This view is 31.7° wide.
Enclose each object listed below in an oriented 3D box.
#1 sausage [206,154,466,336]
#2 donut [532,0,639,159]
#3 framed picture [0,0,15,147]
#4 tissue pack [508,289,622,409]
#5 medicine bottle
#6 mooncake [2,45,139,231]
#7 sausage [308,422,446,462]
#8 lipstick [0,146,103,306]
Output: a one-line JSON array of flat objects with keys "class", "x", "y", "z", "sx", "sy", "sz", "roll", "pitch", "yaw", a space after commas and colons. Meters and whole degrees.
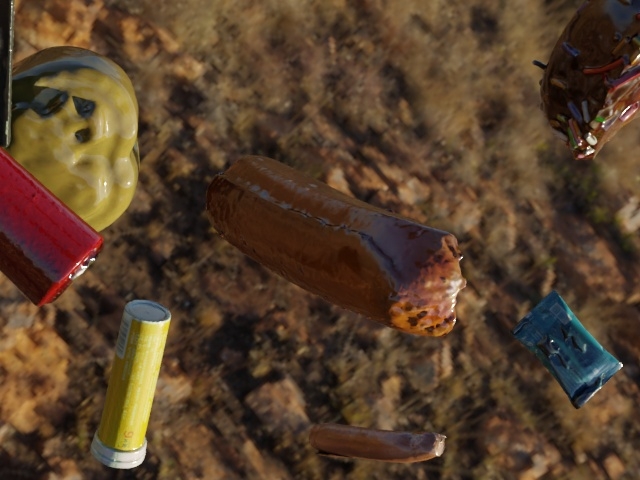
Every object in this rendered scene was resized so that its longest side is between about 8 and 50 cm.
[{"class": "sausage", "x": 0.000, "y": 0.000, "z": 1.014, "sx": 0.102, "sy": 0.102, "sz": 0.330, "roll": 16, "pitch": 6, "yaw": -41}, {"class": "donut", "x": 0.279, "y": -0.180, "z": 0.972, "sx": 0.230, "sy": 0.216, "sz": 0.096, "roll": -33, "pitch": 67, "yaw": -33}, {"class": "framed picture", "x": -0.499, "y": -0.250, "z": 1.271, "sx": 0.323, "sy": 0.244, "sz": 0.013, "roll": 15, "pitch": 34, "yaw": 4}, {"class": "tissue pack", "x": 0.321, "y": 0.143, "z": 1.474, "sx": 0.138, "sy": 0.085, "sz": 0.028, "roll": 47, "pitch": 1, "yaw": -2}, {"class": "medicine bottle", "x": -0.247, "y": 0.189, "z": 1.479, "sx": 0.073, "sy": 0.218, "sz": 0.074, "roll": 13, "pitch": 20, "yaw": -5}, {"class": "mooncake", "x": -0.340, "y": -0.123, "z": 1.419, "sx": 0.234, "sy": 0.235, "sz": 0.117, "roll": 34, "pitch": 20, "yaw": -22}, {"class": "sausage", "x": 0.063, "y": 0.243, "z": 1.352, "sx": 0.047, "sy": 0.176, "sz": 0.041, "roll": 3, "pitch": 85, "yaw": -56}, {"class": "lipstick", "x": -0.280, "y": -0.052, "z": 0.884, "sx": 0.241, "sy": 0.080, "sz": 0.080, "roll": 44, "pitch": 33, "yaw": -9}]
